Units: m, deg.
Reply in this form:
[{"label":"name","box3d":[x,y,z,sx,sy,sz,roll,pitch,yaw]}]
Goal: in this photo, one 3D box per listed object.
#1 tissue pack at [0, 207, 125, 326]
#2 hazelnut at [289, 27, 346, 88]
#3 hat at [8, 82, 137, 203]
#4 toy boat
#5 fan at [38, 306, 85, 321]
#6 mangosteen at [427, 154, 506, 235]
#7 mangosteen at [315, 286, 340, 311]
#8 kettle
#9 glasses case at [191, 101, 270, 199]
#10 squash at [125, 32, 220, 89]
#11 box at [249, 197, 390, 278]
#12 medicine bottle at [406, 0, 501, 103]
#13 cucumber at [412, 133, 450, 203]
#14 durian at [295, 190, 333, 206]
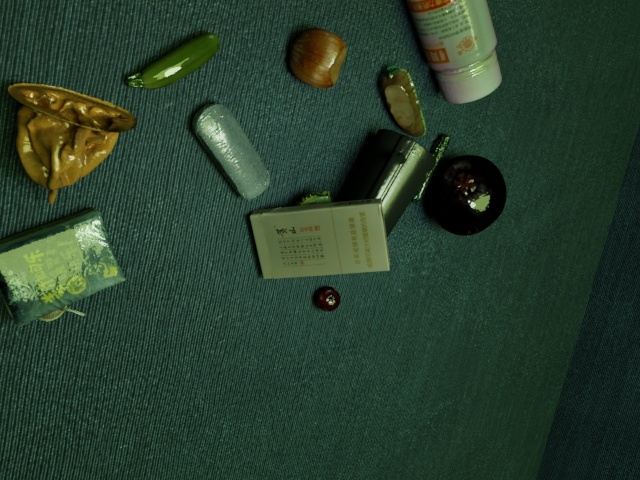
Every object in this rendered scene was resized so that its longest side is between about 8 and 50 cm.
[{"label":"tissue pack","box3d":[-0.596,0.056,1.345,0.257,0.081,0.185,-25,115,-30]},{"label":"hazelnut","box3d":[-0.008,-0.490,1.594,0.150,0.150,0.150,-12,111,-34]},{"label":"hat","box3d":[-0.546,-0.182,1.275,0.244,0.233,0.233,-22,140,-62]},{"label":"toy boat","box3d":[0.269,-0.405,1.856,0.293,0.108,0.099,54,39,-41]},{"label":"fan","box3d":[-0.619,0.157,1.409,0.133,0.005,0.085,26,87,-38]},{"label":"mangosteen","box3d":[0.499,-0.144,2.035,0.275,0.275,0.302,-60,162,-6]},{"label":"mangosteen","box3d":[0.023,0.184,1.866,0.081,0.081,0.081,-12,111,-34]},{"label":"kettle","box3d":[0.199,-0.152,1.778,0.203,0.262,0.308,33,85,-25]},{"label":"glasses case","box3d":[-0.227,-0.228,1.549,0.109,0.067,0.282,-47,125,-20]},{"label":"squash","box3d":[-0.337,-0.417,1.408,0.252,0.066,0.066,-39,124,-20]},{"label":"box","box3d":[0.000,0.000,1.648,0.051,0.365,0.205,-70,153,-63]},{"label":"medicine bottle","box3d":[0.413,-0.634,1.815,0.219,0.219,0.388,-43,126,-19]},{"label":"cucumber","box3d":[0.370,-0.244,2.015,0.044,0.043,0.257,26,89,-34]},{"label":"durian","box3d":[-0.021,-0.048,1.749,0.137,0.095,0.221,-5,113,1]}]
